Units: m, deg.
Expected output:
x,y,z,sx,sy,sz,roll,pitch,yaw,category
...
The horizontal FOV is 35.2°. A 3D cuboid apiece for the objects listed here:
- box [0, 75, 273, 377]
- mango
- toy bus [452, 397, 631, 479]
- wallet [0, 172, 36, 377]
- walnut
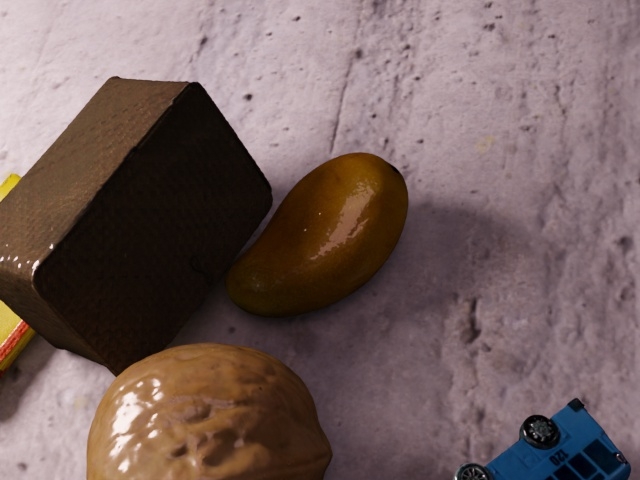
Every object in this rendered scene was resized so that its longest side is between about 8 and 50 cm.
x,y,z,sx,sy,sz,roll,pitch,yaw,category
-0.202,-0.016,1.045,0.143,0.184,0.273,11,57,42,box
0.000,0.000,1.083,0.227,0.099,0.136,-40,65,-6,mango
0.188,0.233,0.908,0.184,0.090,0.106,-28,59,-28,toy bus
-0.355,0.058,1.111,0.141,0.067,0.241,29,71,16,wallet
-0.100,0.203,0.914,0.228,0.228,0.228,-3,60,5,walnut
